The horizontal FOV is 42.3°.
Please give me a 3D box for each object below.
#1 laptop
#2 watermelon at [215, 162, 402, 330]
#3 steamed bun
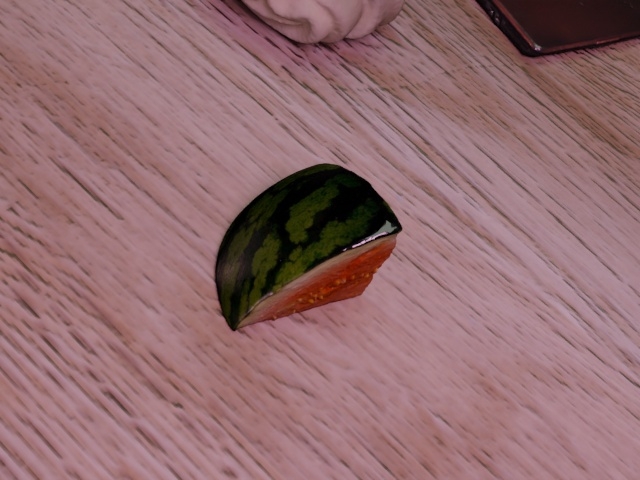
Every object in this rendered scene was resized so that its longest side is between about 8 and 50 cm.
[{"bbox_3d":[0.248,-0.254,0.860,0.207,0.026,0.154,-18,65,-31],"label":"laptop"},{"bbox_3d":[0.000,0.000,0.541,0.094,0.125,0.135,42,23,-27],"label":"watermelon"},{"bbox_3d":[-0.008,-0.236,0.688,0.183,0.106,0.183,10,55,-14],"label":"steamed bun"}]
